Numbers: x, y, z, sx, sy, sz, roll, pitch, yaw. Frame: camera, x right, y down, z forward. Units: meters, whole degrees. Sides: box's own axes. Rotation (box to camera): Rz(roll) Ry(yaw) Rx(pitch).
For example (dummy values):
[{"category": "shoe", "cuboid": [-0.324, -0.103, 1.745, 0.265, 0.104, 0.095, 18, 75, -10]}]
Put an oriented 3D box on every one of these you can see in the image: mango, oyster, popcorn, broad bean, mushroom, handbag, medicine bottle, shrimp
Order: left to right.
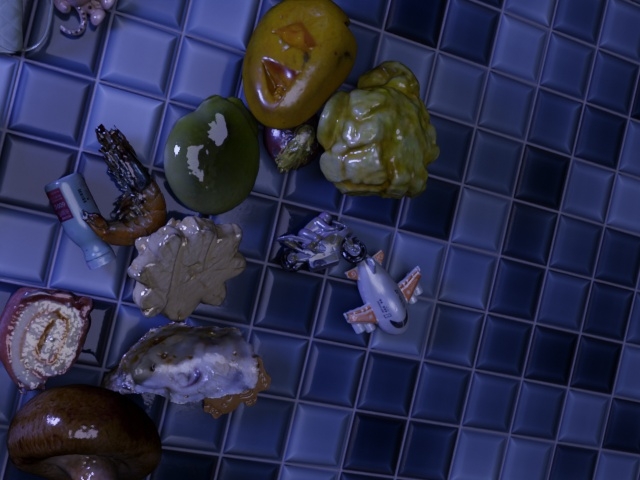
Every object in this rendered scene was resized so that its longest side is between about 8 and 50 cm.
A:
[{"category": "handbag", "cuboid": [-0.680, -0.521, 1.576, 0.219, 0.079, 0.256, 4, 124, -14]}, {"category": "medicine bottle", "cuboid": [-0.546, -0.043, 1.699, 0.090, 0.090, 0.216, -26, 102, -16]}, {"category": "mushroom", "cuboid": [-0.496, 0.489, 1.612, 0.334, 0.331, 0.356, -13, 76, 9]}, {"category": "shrimp", "cuboid": [-0.471, -0.118, 1.692, 0.222, 0.054, 0.290, -37, 108, -45]}, {"category": "oyster", "cuboid": [-0.341, 0.278, 1.770, 0.396, 0.111, 0.204, -2, 103, -13]}, {"category": "broad bean", "cuboid": [-0.256, -0.206, 1.776, 0.238, 0.119, 0.291, 8, 93, -28]}, {"category": "mango", "cuboid": [-0.055, -0.421, 1.770, 0.253, 0.182, 0.364, 18, 73, 6]}, {"category": "popcorn", "cuboid": [0.153, -0.255, 1.813, 0.294, 0.334, 0.292, 23, 125, 7]}]

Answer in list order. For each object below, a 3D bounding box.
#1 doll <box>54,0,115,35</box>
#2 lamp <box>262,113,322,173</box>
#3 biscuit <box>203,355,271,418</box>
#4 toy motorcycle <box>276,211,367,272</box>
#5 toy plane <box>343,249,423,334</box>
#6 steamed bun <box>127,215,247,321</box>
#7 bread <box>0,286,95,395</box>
[{"category": "doll", "cuboid": [-0.595, -0.591, 1.647, 0.154, 0.119, 0.278, -49, 116, -8]}, {"category": "lamp", "cuboid": [-0.061, -0.258, 1.828, 0.156, 0.135, 0.157, -31, 99, -16]}, {"category": "biscuit", "cuboid": [-0.215, 0.365, 1.871, 0.184, 0.027, 0.133, -16, 100, -17]}, {"category": "toy motorcycle", "cuboid": [0.000, 0.000, 1.887, 0.225, 0.073, 0.152, -8, 70, -8]}, {"category": "toy plane", "cuboid": [0.163, 0.142, 1.940, 0.245, 0.117, 0.244, -1, 92, -20]}, {"category": "steamed bun", "cuboid": [-0.315, 0.050, 1.739, 0.295, 0.137, 0.292, -48, 141, -1]}, {"category": "bread", "cuboid": [-0.632, 0.218, 1.669, 0.190, 0.123, 0.244, 19, 87, -17]}]
